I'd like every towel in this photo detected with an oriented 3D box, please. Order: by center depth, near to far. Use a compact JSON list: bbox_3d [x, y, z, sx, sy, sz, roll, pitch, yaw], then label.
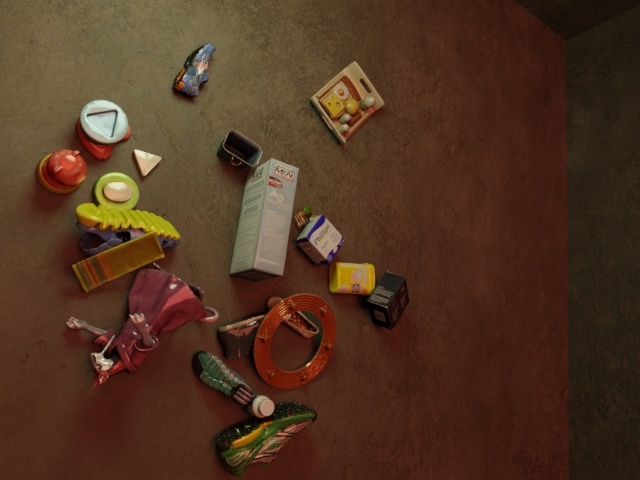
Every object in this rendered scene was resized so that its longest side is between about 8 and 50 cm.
[{"bbox_3d":[-0.568,0.059,1.478,0.237,0.021,0.102,-26,135,-20],"label":"towel"}]

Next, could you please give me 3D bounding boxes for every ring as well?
[{"bbox_3d":[-0.074,0.344,1.767,0.337,0.032,0.336,-11,108,-35],"label":"ring"}]

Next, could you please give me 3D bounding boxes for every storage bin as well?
[{"bbox_3d":[-0.284,-0.295,1.775,0.135,0.091,0.098,30,65,-26],"label":"storage bin"}]

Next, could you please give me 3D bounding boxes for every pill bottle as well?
[{"bbox_3d":[-0.198,0.525,1.658,0.067,0.120,0.066,8,77,-35],"label":"pill bottle"}]

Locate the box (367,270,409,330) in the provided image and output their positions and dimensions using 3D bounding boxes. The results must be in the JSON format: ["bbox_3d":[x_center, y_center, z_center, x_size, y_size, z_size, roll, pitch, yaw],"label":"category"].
[{"bbox_3d":[0.265,0.233,2.020,0.158,0.093,0.155,-52,144,-30],"label":"box"}]

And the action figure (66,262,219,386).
[{"bbox_3d":[-0.513,0.258,1.481,0.370,0.248,0.275,-60,142,-28],"label":"action figure"}]

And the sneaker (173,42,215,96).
[{"bbox_3d":[-0.412,-0.574,1.758,0.087,0.083,0.221,41,65,-38],"label":"sneaker"}]

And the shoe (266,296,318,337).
[{"bbox_3d":[-0.094,0.265,1.820,0.219,0.058,0.076,41,61,-22],"label":"shoe"}]

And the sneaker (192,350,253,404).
[{"bbox_3d":[-0.307,0.429,1.644,0.224,0.098,0.083,42,88,1],"label":"sneaker"}]

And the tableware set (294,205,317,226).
[{"bbox_3d":[-0.037,-0.048,1.946,0.104,0.024,0.154,-36,101,-38],"label":"tableware set"}]

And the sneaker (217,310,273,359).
[{"bbox_3d":[-0.224,0.308,1.716,0.222,0.083,0.118,-14,94,-26],"label":"sneaker"}]

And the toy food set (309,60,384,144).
[{"bbox_3d":[0.114,-0.557,2.105,0.219,0.092,0.306,52,57,-16],"label":"toy food set"}]

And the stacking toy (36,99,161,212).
[{"bbox_3d":[-0.613,-0.236,1.507,0.280,0.130,0.308,35,63,-25],"label":"stacking toy"}]

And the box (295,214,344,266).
[{"bbox_3d":[0.000,0.000,1.900,0.137,0.072,0.126,47,54,-18],"label":"box"}]

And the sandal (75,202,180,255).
[{"bbox_3d":[-0.565,-0.015,1.524,0.318,0.126,0.138,11,112,-41],"label":"sandal"}]

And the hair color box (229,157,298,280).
[{"bbox_3d":[-0.188,-0.063,1.739,0.114,0.185,0.374,17,72,-31],"label":"hair color box"}]

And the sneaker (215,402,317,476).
[{"bbox_3d":[-0.162,0.628,1.676,0.344,0.134,0.146,-17,98,-27],"label":"sneaker"}]

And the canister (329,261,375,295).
[{"bbox_3d":[0.118,0.145,1.985,0.170,0.073,0.126,7,78,-33],"label":"canister"}]
